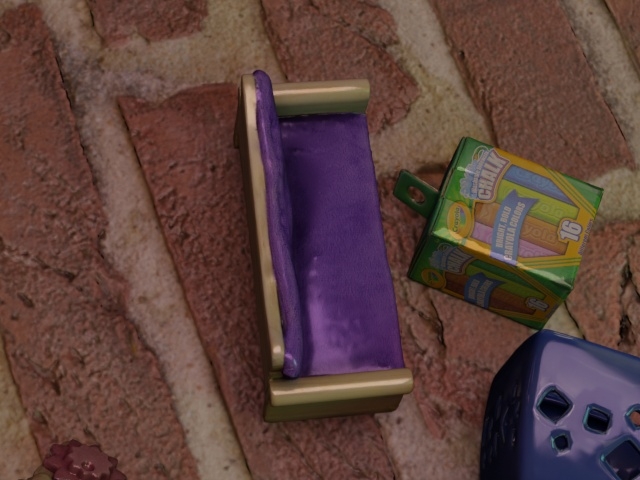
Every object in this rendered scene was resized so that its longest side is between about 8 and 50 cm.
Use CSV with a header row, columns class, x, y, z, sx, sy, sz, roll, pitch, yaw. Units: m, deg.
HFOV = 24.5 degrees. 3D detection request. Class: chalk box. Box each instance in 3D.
class,x,y,z,sx,sy,sz,roll,pitch,yaw
chalk box,0.178,-0.015,1.613,0.213,0.132,0.132,21,66,3

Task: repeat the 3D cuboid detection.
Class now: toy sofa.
class,x,y,z,sx,sy,sz,roll,pitch,yaw
toy sofa,0.000,0.000,1.559,0.150,0.177,0.363,-4,67,-9

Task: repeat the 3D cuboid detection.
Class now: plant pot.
class,x,y,z,sx,sy,sz,roll,pitch,yaw
plant pot,0.274,0.243,1.469,0.236,0.236,0.212,19,72,0

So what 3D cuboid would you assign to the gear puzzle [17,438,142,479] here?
class,x,y,z,sx,sy,sz,roll,pitch,yaw
gear puzzle,-0.139,0.305,1.432,0.339,0.044,0.175,30,25,5
